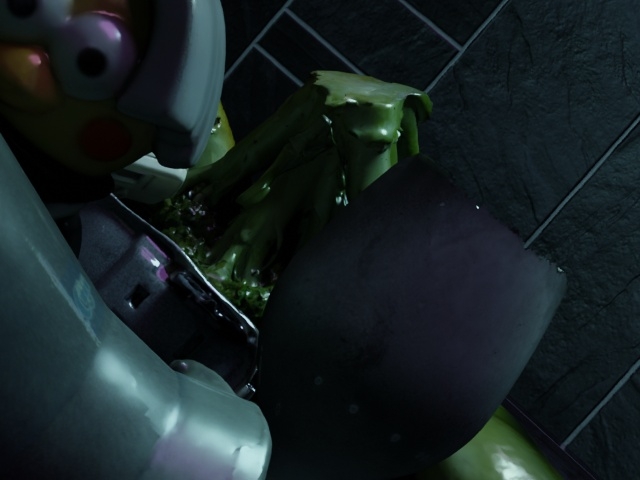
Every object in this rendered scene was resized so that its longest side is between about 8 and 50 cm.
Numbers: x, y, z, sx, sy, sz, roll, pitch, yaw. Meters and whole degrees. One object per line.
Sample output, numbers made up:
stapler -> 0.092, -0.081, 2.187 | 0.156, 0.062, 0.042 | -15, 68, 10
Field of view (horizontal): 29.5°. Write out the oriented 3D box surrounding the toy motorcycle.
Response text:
toy motorcycle -> -0.140, 0.025, 0.838 | 0.263, 0.091, 0.157 | 43, -3, 3

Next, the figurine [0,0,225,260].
figurine -> -0.155, -0.056, 0.544 | 0.176, 0.236, 0.133 | 41, 6, -13

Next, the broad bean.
broad bean -> 0.165, 0.240, 1.084 | 0.238, 0.119, 0.291 | 49, 2, -35

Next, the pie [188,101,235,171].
pie -> -0.136, -0.111, 1.358 | 0.371, 0.078, 0.296 | -109, -174, -51

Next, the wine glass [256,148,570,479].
wine glass -> 0.009, 0.079, 0.591 | 0.126, 0.241, 0.126 | 40, 2, -2

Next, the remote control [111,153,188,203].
remote control -> -0.210, -0.080, 0.871 | 0.230, 0.049, 0.090 | 17, -20, -20

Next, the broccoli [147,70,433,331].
broccoli -> 0.000, 0.000, 1.042 | 0.321, 0.283, 0.303 | 10, 26, -8

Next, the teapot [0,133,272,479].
teapot -> -0.141, 0.041, 0.375 | 0.225, 0.171, 0.203 | 46, 35, -18
